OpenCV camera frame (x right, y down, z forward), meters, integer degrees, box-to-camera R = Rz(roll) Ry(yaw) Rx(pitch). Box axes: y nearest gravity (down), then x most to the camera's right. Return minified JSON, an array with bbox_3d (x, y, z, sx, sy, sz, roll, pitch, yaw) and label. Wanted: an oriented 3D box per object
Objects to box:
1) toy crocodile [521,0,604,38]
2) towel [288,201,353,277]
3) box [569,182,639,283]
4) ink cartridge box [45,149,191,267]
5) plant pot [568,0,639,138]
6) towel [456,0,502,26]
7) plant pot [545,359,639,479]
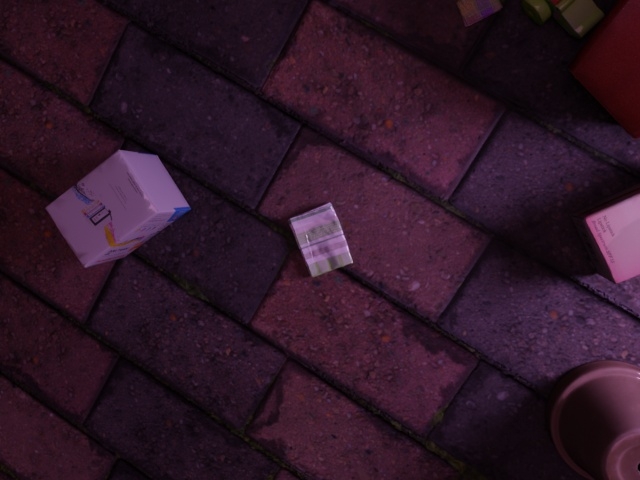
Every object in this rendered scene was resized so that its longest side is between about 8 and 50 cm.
[{"bbox_3d":[0.428,-0.548,1.098,0.115,0.105,0.340,-39,88,13],"label":"toy crocodile"},{"bbox_3d":[0.000,0.000,1.284,0.113,0.023,0.152,-21,91,14],"label":"towel"},{"bbox_3d":[0.648,-0.033,1.094,0.232,0.127,0.148,-26,90,13],"label":"box"},{"bbox_3d":[-0.469,-0.074,1.298,0.233,0.171,0.168,-33,88,13],"label":"ink cartridge box"},{"bbox_3d":[0.613,-0.339,1.008,0.267,0.267,0.236,48,121,4],"label":"plant pot"},{"bbox_3d":[0.335,-0.498,1.172,0.083,0.009,0.060,-24,90,12],"label":"towel"},{"bbox_3d":[0.603,0.399,1.097,0.263,0.229,0.263,1,97,12],"label":"plant pot"}]
